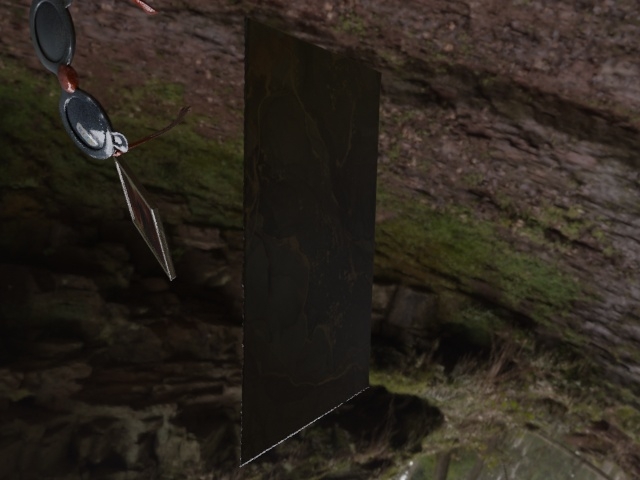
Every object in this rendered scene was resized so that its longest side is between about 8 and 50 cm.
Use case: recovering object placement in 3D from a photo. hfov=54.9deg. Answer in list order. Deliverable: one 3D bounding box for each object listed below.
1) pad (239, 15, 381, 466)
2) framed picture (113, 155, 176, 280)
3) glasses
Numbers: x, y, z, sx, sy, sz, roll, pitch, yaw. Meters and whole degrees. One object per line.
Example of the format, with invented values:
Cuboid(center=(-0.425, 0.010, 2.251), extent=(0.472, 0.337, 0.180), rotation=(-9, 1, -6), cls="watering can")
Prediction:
Cuboid(center=(0.000, 0.000, 0.600), extent=(0.007, 0.367, 0.248), rotation=(5, -174, 30), cls="pad")
Cuboid(center=(-0.423, -0.061, 1.481), extent=(0.020, 0.211, 0.289), rotation=(-24, -138, -23), cls="framed picture")
Cuboid(center=(-0.280, -0.263, 0.919), extent=(0.118, 0.234, 0.268), rotation=(-7, -160, 34), cls="glasses")
